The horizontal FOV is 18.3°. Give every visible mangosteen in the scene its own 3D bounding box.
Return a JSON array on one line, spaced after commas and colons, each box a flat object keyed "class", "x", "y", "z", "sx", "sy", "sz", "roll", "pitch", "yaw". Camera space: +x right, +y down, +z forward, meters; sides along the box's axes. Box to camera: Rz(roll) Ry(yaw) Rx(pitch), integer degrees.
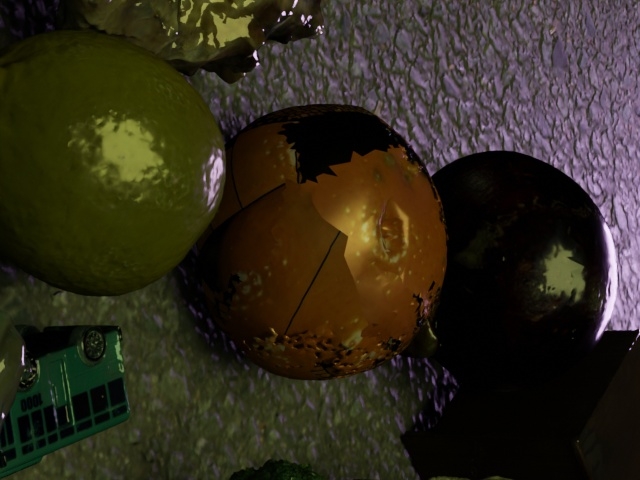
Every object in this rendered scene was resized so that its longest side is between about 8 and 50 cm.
[{"class": "mangosteen", "x": 0.141, "y": 0.033, "z": 1.825, "sx": 0.265, "sy": 0.228, "sz": 0.228, "roll": -7, "pitch": 94, "yaw": -26}]

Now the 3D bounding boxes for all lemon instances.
[{"class": "lemon", "x": -0.169, "y": -0.057, "z": 1.416, "sx": 0.248, "sy": 0.184, "sz": 0.184, "roll": 27, "pitch": 66, "yaw": -47}]

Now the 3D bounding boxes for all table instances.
[{"class": "table", "x": 0.220, "y": 0.202, "z": 1.923, "sx": 0.169, "sy": 0.193, "sz": 0.172, "roll": -52, "pitch": 128, "yaw": -42}]

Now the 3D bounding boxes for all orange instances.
[{"class": "orange", "x": 0.000, "y": 0.000, "z": 1.657, "sx": 0.234, "sy": 0.182, "sz": 0.234, "roll": -4, "pitch": 96, "yaw": -42}]

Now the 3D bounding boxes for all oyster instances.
[{"class": "oyster", "x": -0.076, "y": -0.215, "z": 1.531, "sx": 0.351, "sy": 0.115, "sz": 0.238, "roll": -13, "pitch": 127, "yaw": -49}]

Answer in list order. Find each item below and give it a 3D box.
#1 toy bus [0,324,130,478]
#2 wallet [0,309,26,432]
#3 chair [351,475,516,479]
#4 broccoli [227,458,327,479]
[{"class": "toy bus", "x": -0.215, "y": 0.115, "z": 1.428, "sx": 0.160, "sy": 0.079, "sz": 0.092, "roll": -19, "pitch": 103, "yaw": -55}, {"class": "wallet", "x": -0.359, "y": 0.112, "z": 1.053, "sx": 0.083, "sy": 0.360, "sz": 0.252, "roll": 106, "pitch": -1, "yaw": -72}, {"class": "chair", "x": 0.138, "y": 0.272, "z": 1.682, "sx": 0.136, "sy": 0.270, "sz": 0.147, "roll": 4, "pitch": 83, "yaw": -23}, {"class": "broccoli", "x": -0.020, "y": 0.286, "z": 1.584, "sx": 0.270, "sy": 0.270, "sz": 0.270, "roll": -88, "pitch": 161, "yaw": -67}]
